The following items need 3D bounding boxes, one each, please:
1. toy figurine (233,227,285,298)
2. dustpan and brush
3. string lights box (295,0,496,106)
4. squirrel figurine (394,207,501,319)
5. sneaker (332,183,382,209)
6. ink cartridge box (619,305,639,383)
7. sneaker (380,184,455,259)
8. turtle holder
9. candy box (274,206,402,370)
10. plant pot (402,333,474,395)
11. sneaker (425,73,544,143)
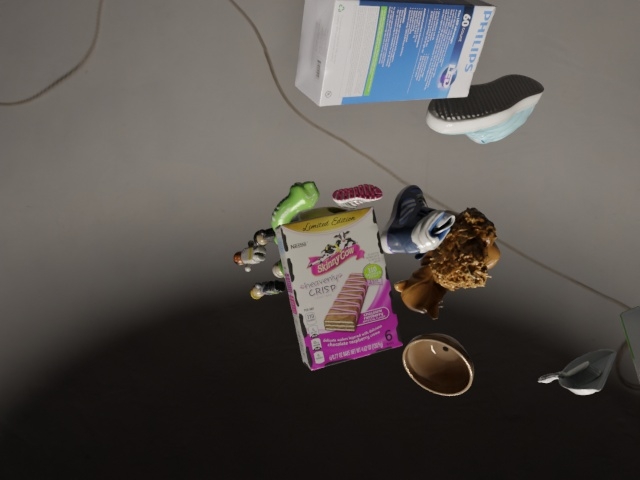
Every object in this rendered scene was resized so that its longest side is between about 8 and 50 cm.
[{"bbox_3d":[-0.179,0.074,1.795,0.148,0.209,0.212,-12,115,42],"label":"toy figurine"},{"bbox_3d":[0.662,0.356,1.385,0.060,0.211,0.147,42,54,8],"label":"dustpan and brush"},{"bbox_3d":[0.103,-0.265,0.716,0.260,0.133,0.076,-11,41,-28],"label":"string lights box"},{"bbox_3d":[0.432,0.082,1.823,0.281,0.397,0.370,44,77,9],"label":"squirrel figurine"},{"bbox_3d":[0.126,-0.146,1.789,0.171,0.074,0.063,-7,67,0],"label":"sneaker"},{"bbox_3d":[0.758,0.258,1.060,0.273,0.115,0.198,26,48,-24],"label":"ink cartridge box"},{"bbox_3d":[0.358,-0.079,1.766,0.237,0.322,0.130,-6,129,40],"label":"sneaker"},{"bbox_3d":[0.004,0.003,1.366,0.228,0.243,0.320,-30,92,6],"label":"turtle holder"},{"bbox_3d":[0.028,0.074,0.854,0.159,0.071,0.233,-13,89,-13],"label":"candy box"},{"bbox_3d":[0.404,0.392,1.755,0.238,0.110,0.237,18,129,24],"label":"plant pot"},{"bbox_3d":[0.379,-0.276,1.222,0.366,0.150,0.135,-20,49,-30],"label":"sneaker"}]
